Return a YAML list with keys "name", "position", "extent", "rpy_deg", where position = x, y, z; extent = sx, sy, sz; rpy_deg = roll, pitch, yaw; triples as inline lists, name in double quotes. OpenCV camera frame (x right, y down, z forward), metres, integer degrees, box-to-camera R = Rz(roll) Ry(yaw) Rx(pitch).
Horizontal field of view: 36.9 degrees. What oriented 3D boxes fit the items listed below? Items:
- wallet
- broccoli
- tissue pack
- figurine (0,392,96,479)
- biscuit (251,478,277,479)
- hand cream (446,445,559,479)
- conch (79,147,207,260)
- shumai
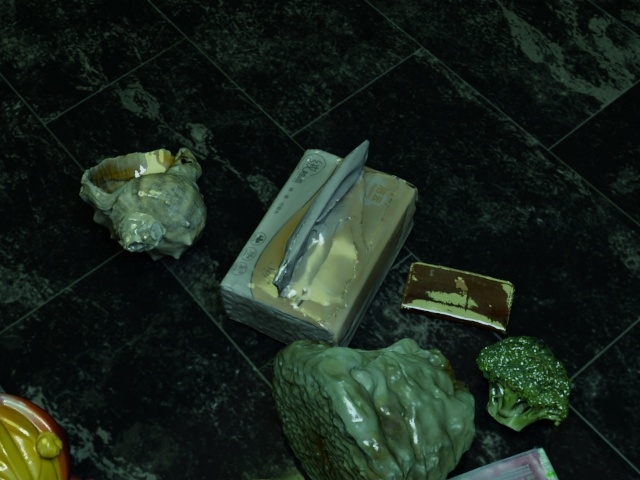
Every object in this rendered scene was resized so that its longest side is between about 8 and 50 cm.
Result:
- name: "wallet"
  position: [0.227, 0.094, 1.578]
  extent: [0.176, 0.026, 0.095]
  rpy_deg: [11, 66, 10]
- name: "broccoli"
  position: [0.310, 0.215, 1.441]
  extent: [0.162, 0.146, 0.137]
  rpy_deg: [27, 102, 31]
- name: "tissue pack"
  position: [0.000, 0.000, 1.531]
  extent: [0.239, 0.238, 0.305]
  rpy_deg: [24, 63, 16]
- name: "figurine"
  position: [-0.494, 0.314, 1.382]
  extent: [0.323, 0.196, 0.320]
  rpy_deg: [23, 105, 24]
- name: "biscuit"
  position: [-0.078, 0.436, 1.370]
  extent: [0.208, 0.049, 0.181]
  rpy_deg: [8, 60, 7]
- name: "hand cream"
  position: [0.218, 0.377, 1.400]
  extent: [0.275, 0.050, 0.079]
  rpy_deg: [-15, 84, -12]
- name: "conch"
  position: [-0.286, -0.052, 1.623]
  extent: [0.210, 0.158, 0.291]
  rpy_deg: [-1, 20, 12]
- name: "shumai"
  position: [0.102, 0.234, 1.358]
  extent: [0.263, 0.304, 0.309]
  rpy_deg: [-23, 60, -24]
